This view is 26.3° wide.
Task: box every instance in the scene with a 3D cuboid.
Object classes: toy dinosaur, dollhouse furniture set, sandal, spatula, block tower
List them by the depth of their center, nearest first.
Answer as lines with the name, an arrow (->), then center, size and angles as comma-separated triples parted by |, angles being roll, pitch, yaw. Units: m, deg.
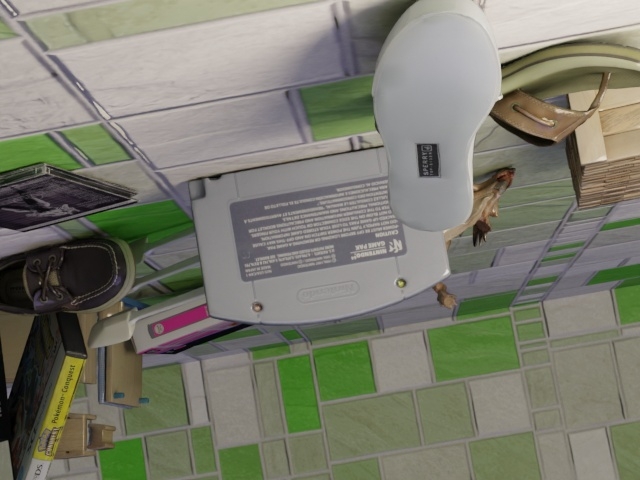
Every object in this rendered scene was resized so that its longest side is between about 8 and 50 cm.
sandal -> 0.205, -0.132, 1.392 | 0.303, 0.086, 0.120 | -13, 170, 19
block tower -> 0.349, -0.111, 1.655 | 0.097, 0.091, 0.335 | -12, 171, 9
spatula -> -0.219, 0.052, 1.882 | 0.242, 0.168, 0.019 | -19, 134, 28
toy dinosaur -> 0.124, -0.016, 1.920 | 0.296, 0.127, 0.200 | 2, -146, 25
dollhouse furniture set -> -0.436, 0.244, 2.415 | 0.198, 0.286, 0.303 | -4, 169, 17

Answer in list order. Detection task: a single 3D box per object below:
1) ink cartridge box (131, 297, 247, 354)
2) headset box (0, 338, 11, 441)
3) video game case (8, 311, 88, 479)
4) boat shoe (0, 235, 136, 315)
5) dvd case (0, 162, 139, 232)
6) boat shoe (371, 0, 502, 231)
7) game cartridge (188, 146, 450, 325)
ink cartridge box -> -0.143, 0.116, 2.440 | 0.371, 0.069, 0.176 | -23, 168, 14
headset box -> -0.627, 0.198, 2.037 | 0.283, 0.246, 0.131 | -2, 169, -32
video game case -> -0.409, 0.212, 2.014 | 0.035, 0.248, 0.275 | 14, -162, -22
boat shoe -> -0.374, 0.057, 1.899 | 0.285, 0.102, 0.092 | -10, 177, 39
dvd case -> -0.329, -0.047, 1.572 | 0.165, 0.018, 0.221 | -14, 169, 18
boat shoe -> 0.109, -0.132, 1.245 | 0.113, 0.105, 0.306 | 0, 147, 9
game cartridge -> 0.000, 0.000, 1.641 | 0.294, 0.196, 0.060 | -9, 170, 1
